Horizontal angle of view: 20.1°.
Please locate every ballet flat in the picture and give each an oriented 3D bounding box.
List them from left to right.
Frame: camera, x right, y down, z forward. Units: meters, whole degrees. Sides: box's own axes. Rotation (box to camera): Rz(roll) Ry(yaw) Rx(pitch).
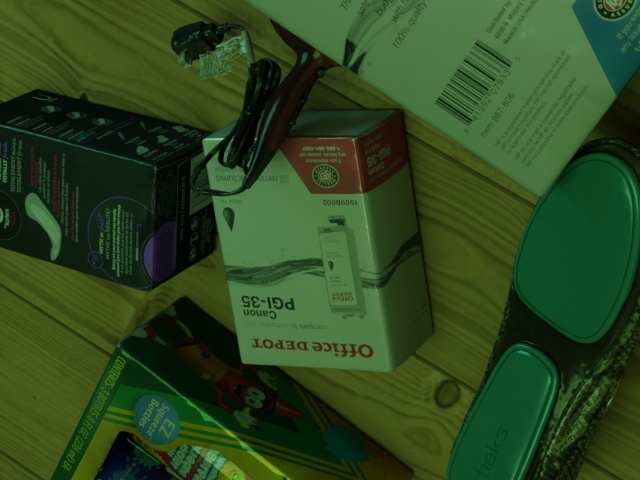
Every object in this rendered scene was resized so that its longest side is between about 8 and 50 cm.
[{"bbox_3d":[0.273,0.095,1.913,0.164,0.182,0.482,38,123,34],"label":"ballet flat"}]

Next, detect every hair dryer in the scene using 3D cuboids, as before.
[{"bbox_3d":[-0.017,-0.174,1.966,0.294,0.080,0.223,-20,68,20],"label":"hair dryer"}]

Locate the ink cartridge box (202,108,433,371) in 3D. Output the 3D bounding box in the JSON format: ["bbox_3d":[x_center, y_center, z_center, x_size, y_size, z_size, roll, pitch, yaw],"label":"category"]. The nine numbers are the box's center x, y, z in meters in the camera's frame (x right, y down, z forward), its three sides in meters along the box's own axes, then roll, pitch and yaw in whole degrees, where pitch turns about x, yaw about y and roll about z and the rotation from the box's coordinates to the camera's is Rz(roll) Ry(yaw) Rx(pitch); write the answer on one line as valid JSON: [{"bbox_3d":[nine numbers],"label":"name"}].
[{"bbox_3d":[0.000,0.000,2.058,0.207,0.117,0.283,1,111,29],"label":"ink cartridge box"}]

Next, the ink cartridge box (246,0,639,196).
[{"bbox_3d":[0.142,-0.280,1.756,0.395,0.166,0.285,34,122,0],"label":"ink cartridge box"}]

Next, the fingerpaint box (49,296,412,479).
[{"bbox_3d":[-0.154,0.363,2.272,0.371,0.163,0.444,37,124,11],"label":"fingerpaint box"}]

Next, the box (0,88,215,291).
[{"bbox_3d":[-0.274,-0.064,2.167,0.270,0.143,0.165,16,116,24],"label":"box"}]
